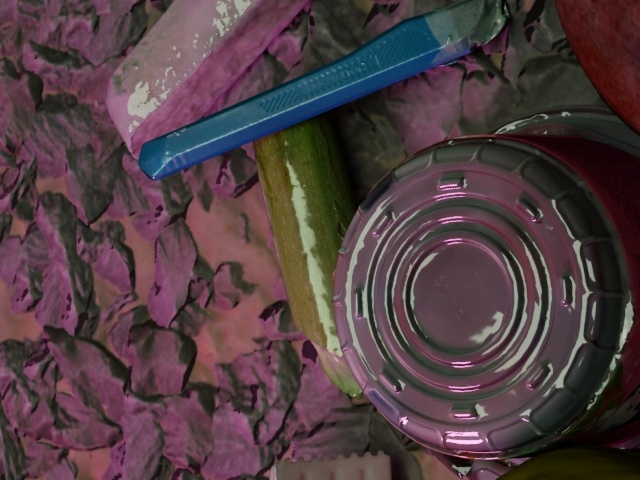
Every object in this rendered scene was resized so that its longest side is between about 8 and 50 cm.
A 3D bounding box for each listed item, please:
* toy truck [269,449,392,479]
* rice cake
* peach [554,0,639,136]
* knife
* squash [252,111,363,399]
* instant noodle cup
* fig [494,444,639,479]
[{"bbox_3d":[-0.016,0.289,0.881,0.111,0.136,0.285,1,88,53],"label":"toy truck"},{"bbox_3d":[-0.037,-0.215,0.945,0.399,0.064,0.070,-45,61,23],"label":"rice cake"},{"bbox_3d":[0.249,-0.153,0.669,0.252,0.252,0.252,-1,88,32],"label":"peach"},{"bbox_3d":[0.003,-0.112,0.889,0.297,0.026,0.044,-22,74,8],"label":"knife"},{"bbox_3d":[0.000,0.000,0.913,0.069,0.069,0.238,-22,77,30],"label":"squash"},{"bbox_3d":[0.123,0.033,0.768,0.258,0.182,0.302,30,104,30],"label":"instant noodle cup"},{"bbox_3d":[0.206,0.266,0.618,0.343,0.343,0.343,-1,88,32],"label":"fig"}]
